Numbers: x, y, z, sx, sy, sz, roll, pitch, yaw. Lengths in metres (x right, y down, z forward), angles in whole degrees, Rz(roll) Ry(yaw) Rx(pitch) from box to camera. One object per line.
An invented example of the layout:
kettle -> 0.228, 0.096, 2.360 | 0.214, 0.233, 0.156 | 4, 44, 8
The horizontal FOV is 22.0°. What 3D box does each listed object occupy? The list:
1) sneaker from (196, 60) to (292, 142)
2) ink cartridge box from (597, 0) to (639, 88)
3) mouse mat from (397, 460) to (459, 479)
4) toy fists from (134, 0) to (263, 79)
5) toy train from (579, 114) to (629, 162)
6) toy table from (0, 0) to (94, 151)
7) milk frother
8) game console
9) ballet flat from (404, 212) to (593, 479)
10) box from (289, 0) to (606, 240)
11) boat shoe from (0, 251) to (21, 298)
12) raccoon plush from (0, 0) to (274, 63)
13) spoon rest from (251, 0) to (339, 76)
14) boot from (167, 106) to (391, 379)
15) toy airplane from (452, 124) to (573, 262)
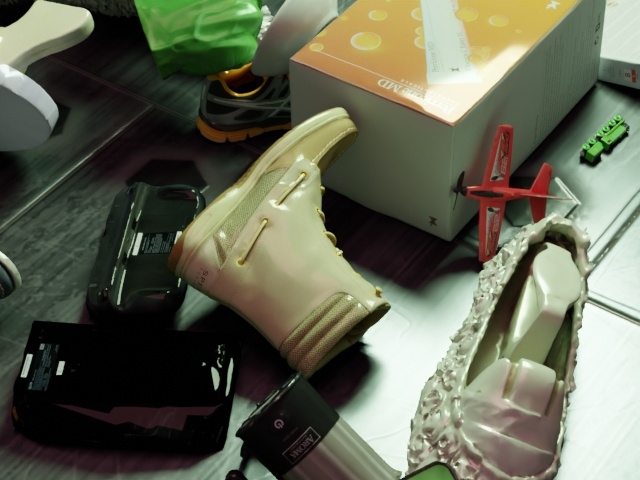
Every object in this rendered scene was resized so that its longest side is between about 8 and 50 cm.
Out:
sneaker -> -0.042, -0.178, 1.921 | 0.214, 0.083, 0.084 | -18, 45, -18
ink cartridge box -> 0.366, -0.248, 2.029 | 0.179, 0.045, 0.145 | 16, 43, 43
mouse mat -> 0.083, 0.298, 1.397 | 0.152, 0.007, 0.190 | -28, 63, -1
toy fists -> -0.150, -0.309, 1.895 | 0.142, 0.096, 0.279 | -20, 63, 0
toy train -> 0.329, -0.117, 1.893 | 0.023, 0.017, 0.083 | 36, 54, 21
toy table -> -0.408, -0.221, 1.878 | 0.274, 0.252, 0.161 | 18, 62, 3
milk frother -> -0.010, 0.199, 1.516 | 0.135, 0.129, 0.143 | 46, 20, -1
game console -> -0.178, 0.066, 1.694 | 0.213, 0.044, 0.361 | 4, 44, 4
ballet flat -> 0.179, 0.120, 1.540 | 0.147, 0.147, 0.409 | 9, 44, 11
box -> 0.149, -0.192, 1.867 | 0.215, 0.168, 0.345 | 25, 49, 25
boat shoe -> -0.432, 0.028, 1.702 | 0.254, 0.095, 0.079 | 15, 44, 18
raccoon plush -> -0.299, -0.321, 2.006 | 0.299, 0.216, 0.446 | -36, 53, -21
spoon rest -> 0.007, -0.288, 1.865 | 0.084, 0.137, 0.276 | 39, 63, 9
boot -> 0.000, 0.000, 1.679 | 0.203, 0.095, 0.262 | 39, 61, 12
toy airplane -> 0.204, -0.052, 1.760 | 0.151, 0.151, 0.028 | -25, 22, -23
